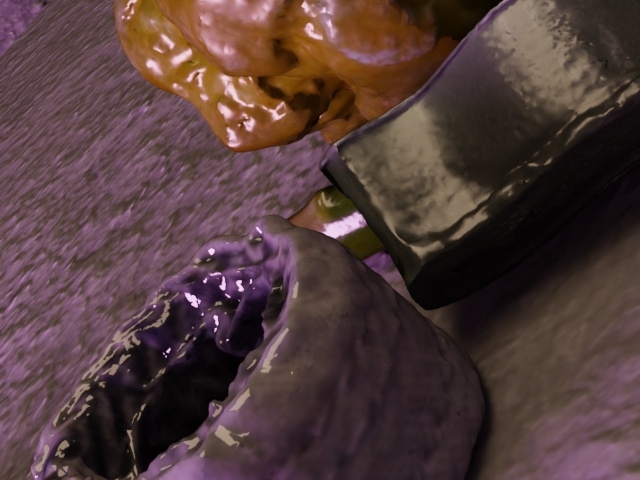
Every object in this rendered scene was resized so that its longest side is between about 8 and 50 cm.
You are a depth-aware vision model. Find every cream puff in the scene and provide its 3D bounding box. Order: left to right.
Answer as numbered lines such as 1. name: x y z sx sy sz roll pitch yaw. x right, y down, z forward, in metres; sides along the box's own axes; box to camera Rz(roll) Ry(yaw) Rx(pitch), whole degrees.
1. cream puff: 0.027 -0.185 1.015 0.378 0.276 0.378 -3 32 2

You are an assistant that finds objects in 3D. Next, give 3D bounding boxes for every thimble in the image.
1. thimble: -0.041 0.115 0.810 0.245 0.157 0.217 -43 25 9

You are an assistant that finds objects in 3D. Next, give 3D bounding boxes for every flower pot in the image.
1. flower pot: 0.118 -0.064 0.842 0.229 0.103 0.108 -39 63 16

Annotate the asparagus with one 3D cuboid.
1. asparagus: 0.000 0.001 1.018 0.277 0.067 0.060 -31 57 37
